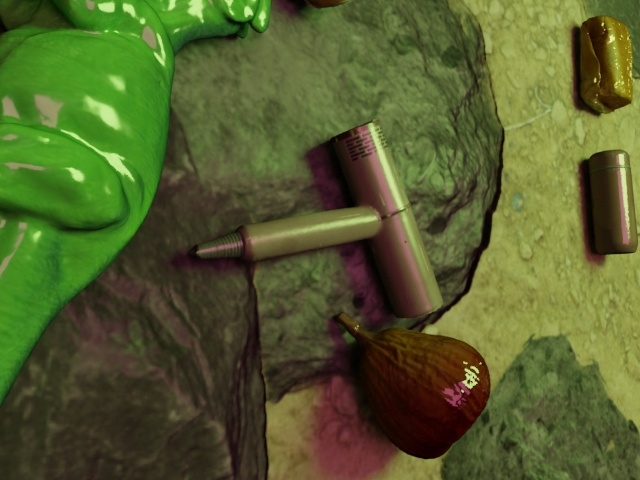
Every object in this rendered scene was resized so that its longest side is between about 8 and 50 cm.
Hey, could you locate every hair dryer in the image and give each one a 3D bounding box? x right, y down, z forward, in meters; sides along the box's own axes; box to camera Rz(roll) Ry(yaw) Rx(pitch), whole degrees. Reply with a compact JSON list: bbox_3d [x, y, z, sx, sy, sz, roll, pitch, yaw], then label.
[{"bbox_3d":[0.002,0.012,0.522,0.220,0.053,0.195,-26,98,-31],"label":"hair dryer"}]

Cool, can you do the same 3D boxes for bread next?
[{"bbox_3d":[0.402,-0.249,0.806,0.074,0.053,0.132,5,81,-35],"label":"bread"}]

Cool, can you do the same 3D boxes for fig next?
[{"bbox_3d":[0.085,0.128,0.523,0.153,0.119,0.119,40,65,-20],"label":"fig"}]

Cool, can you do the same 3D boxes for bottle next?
[{"bbox_3d":[0.397,-0.051,0.776,0.053,0.053,0.140,2,83,-32],"label":"bottle"}]

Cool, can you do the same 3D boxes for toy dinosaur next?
[{"bbox_3d":[-0.144,-0.010,0.417,0.374,0.143,0.500,-21,98,-44],"label":"toy dinosaur"}]

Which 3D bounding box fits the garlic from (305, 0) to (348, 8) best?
[{"bbox_3d":[-0.002,-0.279,0.544,0.113,0.094,0.074,49,22,-11],"label":"garlic"}]
